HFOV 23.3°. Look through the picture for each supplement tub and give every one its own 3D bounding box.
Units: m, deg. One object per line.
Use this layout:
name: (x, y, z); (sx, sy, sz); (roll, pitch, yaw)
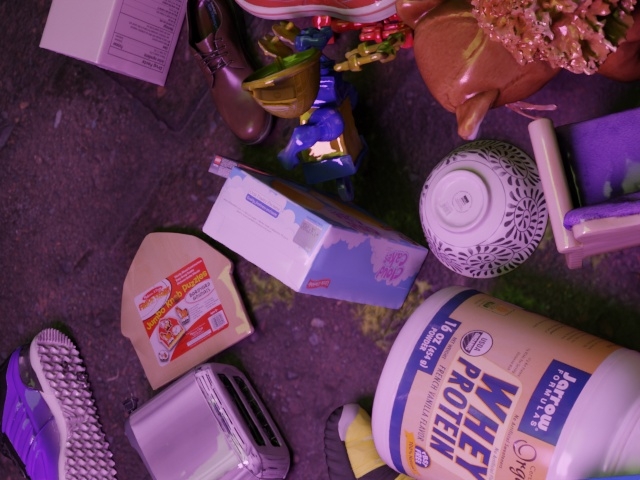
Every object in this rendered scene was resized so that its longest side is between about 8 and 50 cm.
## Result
supplement tub: (0.241, 0.202, 1.714); (0.316, 0.228, 0.228); (21, 94, 29)

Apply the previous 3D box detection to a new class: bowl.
bowl: (0.181, -0.043, 1.861); (0.170, 0.080, 0.170); (-4, 81, 28)

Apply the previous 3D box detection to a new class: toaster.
toaster: (-0.143, 0.256, 1.976); (0.146, 0.129, 0.227); (-38, 66, 15)

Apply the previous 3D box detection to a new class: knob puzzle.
knob puzzle: (-0.187, 0.076, 2.073); (0.213, 0.030, 0.213); (-3, 83, 29)

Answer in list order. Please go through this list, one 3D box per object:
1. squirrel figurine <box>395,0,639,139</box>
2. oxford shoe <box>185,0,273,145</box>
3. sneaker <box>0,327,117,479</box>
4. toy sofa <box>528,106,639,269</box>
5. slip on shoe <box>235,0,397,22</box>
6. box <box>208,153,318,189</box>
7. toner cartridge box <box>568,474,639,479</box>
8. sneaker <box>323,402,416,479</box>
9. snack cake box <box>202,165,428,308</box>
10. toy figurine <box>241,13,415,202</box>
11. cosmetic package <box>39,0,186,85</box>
squirrel figurine: (0.259, -0.275, 1.664); (0.370, 0.397, 0.281); (-25, 79, 12)
oxford shoe: (-0.131, -0.228, 2.044); (0.082, 0.096, 0.227); (-29, 73, 21)
sneaker: (-0.376, 0.281, 2.120); (0.146, 0.102, 0.293); (-26, 67, 28)
toy sofa: (0.411, -0.091, 1.629); (0.362, 0.177, 0.150); (-13, 76, 7)
slip on shoe: (-0.010, -0.339, 1.935); (0.123, 0.101, 0.331); (-41, 30, -22)
box: (-0.063, -0.073, 1.988); (0.137, 0.094, 0.027); (22, 94, 29)
toner cartridge box: (0.354, 0.366, 1.579); (0.165, 0.348, 0.075); (-11, 43, 27)
sneaker: (0.114, 0.354, 1.820); (0.147, 0.145, 0.385); (-24, 60, 0)
snack cake box: (0.000, 0.000, 1.847); (0.152, 0.264, 0.089); (31, 99, 28)
toy figurine: (0.032, -0.144, 1.860); (0.191, 0.362, 0.217); (-5, 107, 11)
cosmetic package: (-0.249, -0.380, 2.091); (0.113, 0.160, 0.310); (19, 92, 30)
